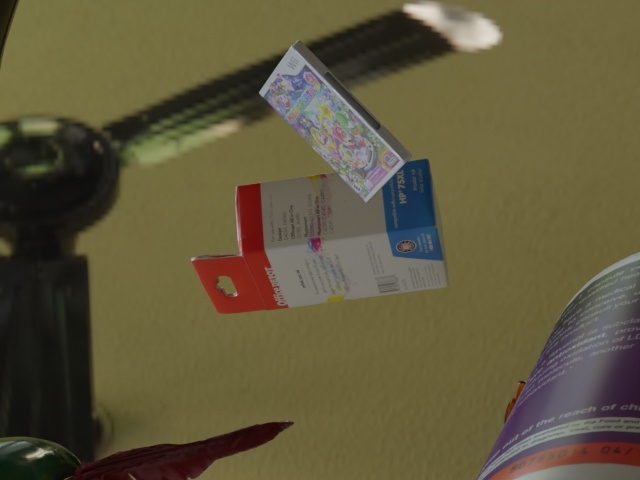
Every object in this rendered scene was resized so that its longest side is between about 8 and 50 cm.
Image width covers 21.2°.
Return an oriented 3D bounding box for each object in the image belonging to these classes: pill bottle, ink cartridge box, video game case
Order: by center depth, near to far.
[{"bbox_3d":[0.177,0.118,0.829,0.182,0.181,0.323,18,-149,14],"label":"pill bottle"},{"bbox_3d":[0.010,-0.089,1.304,0.122,0.087,0.011,46,-117,1],"label":"video game case"},{"bbox_3d":[0.000,0.000,1.628,0.231,0.134,0.078,-7,-118,6],"label":"ink cartridge box"}]

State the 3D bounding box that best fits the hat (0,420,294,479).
[{"bbox_3d":[-0.163,0.122,1.010,0.173,0.208,0.183,6,-123,32],"label":"hat"}]

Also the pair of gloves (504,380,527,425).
[{"bbox_3d":[0.192,0.150,1.393,0.083,0.010,0.074,12,-132,10],"label":"pair of gloves"}]

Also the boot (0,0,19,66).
[{"bbox_3d":[-0.095,-0.190,0.720,0.260,0.131,0.348,-3,-107,18],"label":"boot"}]
